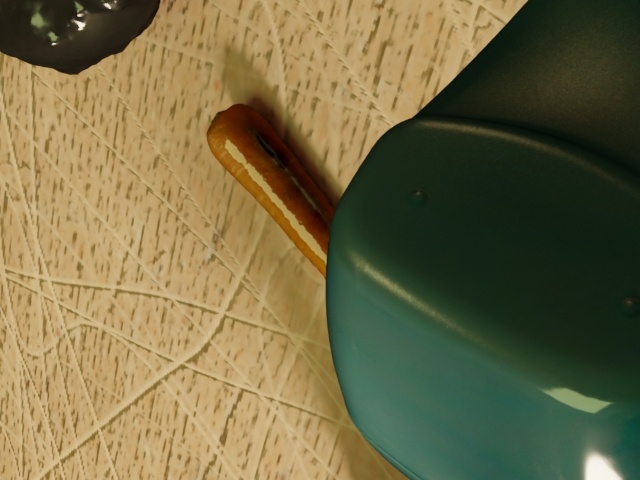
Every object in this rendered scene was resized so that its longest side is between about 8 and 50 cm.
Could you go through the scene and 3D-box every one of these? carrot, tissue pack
[{"bbox_3d":[0.000,0.000,1.097,0.190,0.037,0.037,52,143,1],"label":"carrot"},{"bbox_3d":[0.145,0.001,0.734,0.198,0.287,0.206,28,152,30],"label":"tissue pack"}]

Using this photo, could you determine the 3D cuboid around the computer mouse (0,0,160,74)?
[{"bbox_3d":[-0.212,-0.218,1.093,0.323,0.116,0.183,29,134,19],"label":"computer mouse"}]
